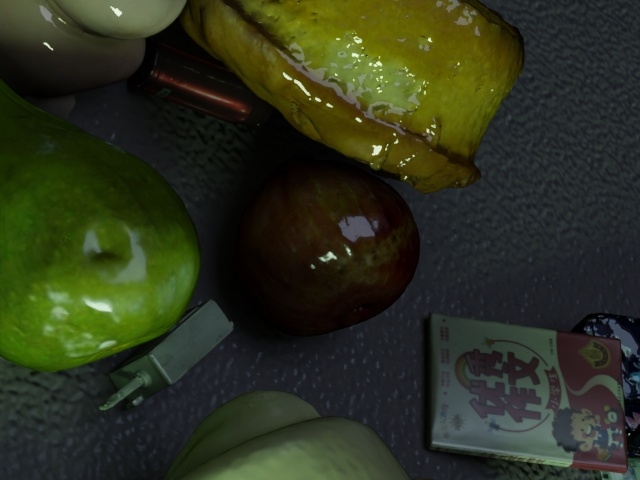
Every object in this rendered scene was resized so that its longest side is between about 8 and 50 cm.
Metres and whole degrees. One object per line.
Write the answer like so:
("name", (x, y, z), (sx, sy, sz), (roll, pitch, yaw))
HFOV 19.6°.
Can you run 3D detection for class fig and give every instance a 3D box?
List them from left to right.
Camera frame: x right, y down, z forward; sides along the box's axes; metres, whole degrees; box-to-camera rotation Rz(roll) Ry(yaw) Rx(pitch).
("fig", (-0.226, -0.030, 1.683), (0.233, 0.233, 0.314), (15, 55, -35))
("fig", (0.000, 0.000, 1.899), (0.205, 0.205, 0.205), (19, 57, -33))

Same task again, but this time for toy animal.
("toy animal", (-0.231, -0.243, 1.758), (0.229, 0.221, 0.210), (-28, 92, -12))

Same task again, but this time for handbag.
("handbag", (0.389, 0.179, 2.191), (0.260, 0.113, 0.162), (5, 56, -37))

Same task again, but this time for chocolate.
("chocolate", (-0.050, 0.306, 1.625), (0.326, 0.314, 0.297), (-33, 74, -24))

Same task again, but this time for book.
("book", (0.230, 0.169, 2.058), (0.232, 0.022, 0.162), (9, 60, -13))

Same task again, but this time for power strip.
("power strip", (-0.156, 0.117, 1.769), (0.042, 0.075, 0.175), (55, 44, -7))

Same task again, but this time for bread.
("bread", (0.034, -0.218, 1.933), (0.398, 0.215, 0.398), (34, 11, -8))

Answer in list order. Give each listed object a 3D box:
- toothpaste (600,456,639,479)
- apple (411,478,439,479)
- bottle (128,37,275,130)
("toothpaste", (0.415, 0.282, 2.215), (0.218, 0.041, 0.064), (4, 66, -35))
("apple", (0.103, 0.323, 1.831), (0.199, 0.199, 0.199), (19, 57, -33))
("bottle", (-0.121, -0.164, 1.955), (0.164, 0.060, 0.060), (19, 57, -34))
